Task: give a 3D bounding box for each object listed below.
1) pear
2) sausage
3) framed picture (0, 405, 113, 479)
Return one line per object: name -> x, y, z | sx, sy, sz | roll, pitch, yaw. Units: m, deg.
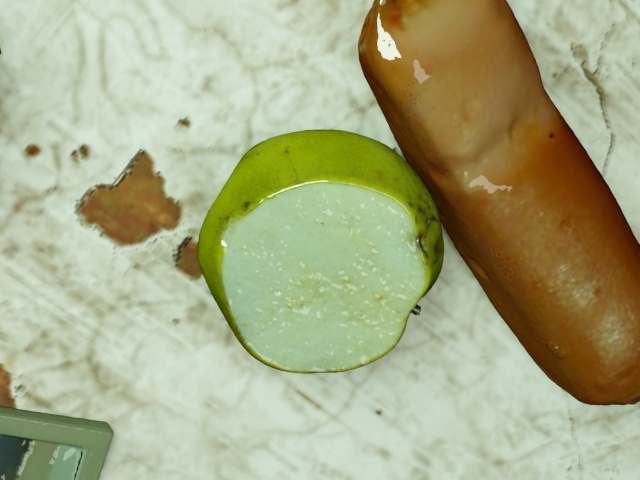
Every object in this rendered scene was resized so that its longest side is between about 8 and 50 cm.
pear -> 0.000, 0.000, 0.939 | 0.141, 0.104, 0.141 | 0, 112, 0
sausage -> 0.120, -0.029, 0.990 | 0.097, 0.094, 0.348 | -46, 120, -19
framed picture -> -0.249, 0.215, 0.949 | 0.192, 0.018, 0.265 | 13, 103, -27
